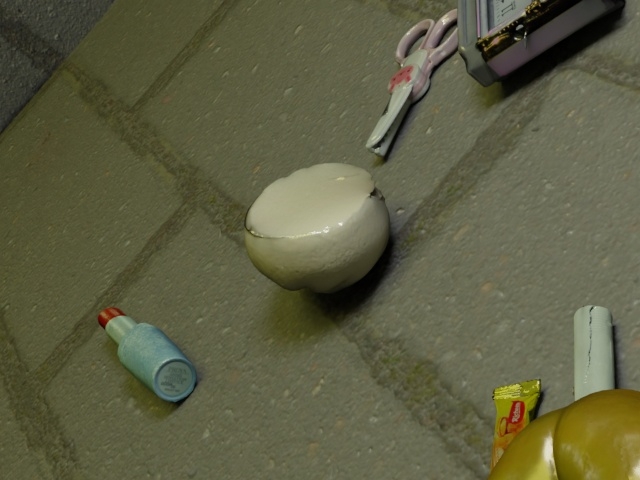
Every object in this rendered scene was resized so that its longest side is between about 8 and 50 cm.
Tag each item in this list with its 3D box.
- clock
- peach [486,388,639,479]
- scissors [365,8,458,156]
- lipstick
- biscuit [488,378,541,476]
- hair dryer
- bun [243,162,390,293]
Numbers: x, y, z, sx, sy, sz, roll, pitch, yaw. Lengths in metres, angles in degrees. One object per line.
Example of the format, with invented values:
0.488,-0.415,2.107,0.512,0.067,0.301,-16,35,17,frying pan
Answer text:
0.257,-0.300,1.645,0.186,0.083,0.253,-31,33,29,clock
0.206,0.229,0.985,0.251,0.153,0.251,-30,43,32,peach
0.116,-0.203,1.775,0.118,0.030,0.242,-13,41,47,scissors
-0.238,0.139,1.818,0.068,0.061,0.274,-53,29,-4,lipstick
0.158,0.243,1.187,0.048,0.026,0.292,-8,45,23,biscuit
0.245,0.133,1.176,0.131,0.073,0.236,-30,25,28,hair dryer
0.000,0.000,1.598,0.172,0.120,0.173,-13,30,8,bun
